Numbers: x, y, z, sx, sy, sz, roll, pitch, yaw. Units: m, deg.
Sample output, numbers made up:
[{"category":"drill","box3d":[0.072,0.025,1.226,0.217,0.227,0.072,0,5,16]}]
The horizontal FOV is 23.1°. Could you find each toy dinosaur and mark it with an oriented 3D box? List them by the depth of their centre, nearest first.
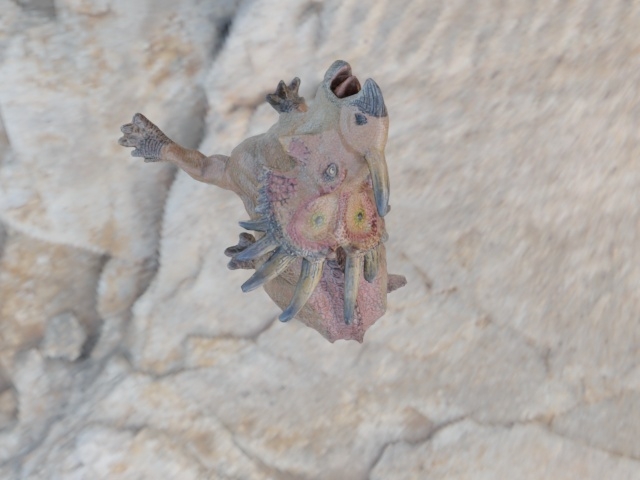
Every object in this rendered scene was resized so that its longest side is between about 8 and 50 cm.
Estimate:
[{"category":"toy dinosaur","box3d":[0.000,0.000,1.003,0.127,0.296,0.200,-38,49,-6]}]
